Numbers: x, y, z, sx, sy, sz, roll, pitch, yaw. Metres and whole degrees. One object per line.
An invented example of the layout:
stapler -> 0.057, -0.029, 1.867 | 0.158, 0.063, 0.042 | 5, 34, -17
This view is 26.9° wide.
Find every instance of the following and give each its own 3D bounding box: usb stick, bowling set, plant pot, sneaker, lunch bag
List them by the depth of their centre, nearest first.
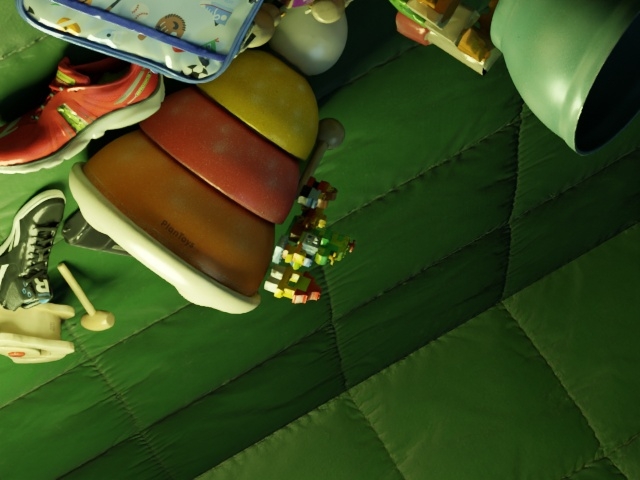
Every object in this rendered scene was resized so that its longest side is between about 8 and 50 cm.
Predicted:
lunch bag -> -0.206, -0.320, 1.611 | 0.303, 0.115, 0.243 | 18, 117, -30
bowling set -> -0.108, -0.352, 1.790 | 0.287, 0.200, 0.154 | -15, -164, 10
plant pot -> 0.358, -0.291, 1.818 | 0.293, 0.196, 0.293 | -41, 155, -24
sneaker -> -0.354, -0.195, 1.861 | 0.279, 0.107, 0.118 | -31, 138, -12
sneaker -> -0.444, 0.028, 2.116 | 0.079, 0.121, 0.217 | -5, 144, -48
usb stick -> -0.331, -0.008, 2.282 | 0.077, 0.045, 0.278 | -48, 153, 16

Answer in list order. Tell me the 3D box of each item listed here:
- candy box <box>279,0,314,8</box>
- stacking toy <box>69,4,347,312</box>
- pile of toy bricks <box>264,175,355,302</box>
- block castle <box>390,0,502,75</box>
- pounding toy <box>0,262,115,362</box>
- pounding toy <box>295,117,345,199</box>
candy box -> 0.019, -0.399, 1.909 | 0.187, 0.053, 0.109 | -21, 148, -46
stacking toy -> -0.113, -0.161, 2.016 | 0.480, 0.350, 0.350 | -52, 154, 5
pile of toy bricks -> 0.000, 0.000, 2.039 | 0.212, 0.105, 0.118 | -66, 173, -51
block castle -> 0.167, -0.434, 1.776 | 0.303, 0.213, 0.453 | -55, 157, 6
pounding toy -> -0.502, 0.124, 2.297 | 0.154, 0.155, 0.269 | -14, 161, 38
pounding toy -> -0.092, -0.149, 2.209 | 0.237, 0.110, 0.183 | -7, -143, 49
